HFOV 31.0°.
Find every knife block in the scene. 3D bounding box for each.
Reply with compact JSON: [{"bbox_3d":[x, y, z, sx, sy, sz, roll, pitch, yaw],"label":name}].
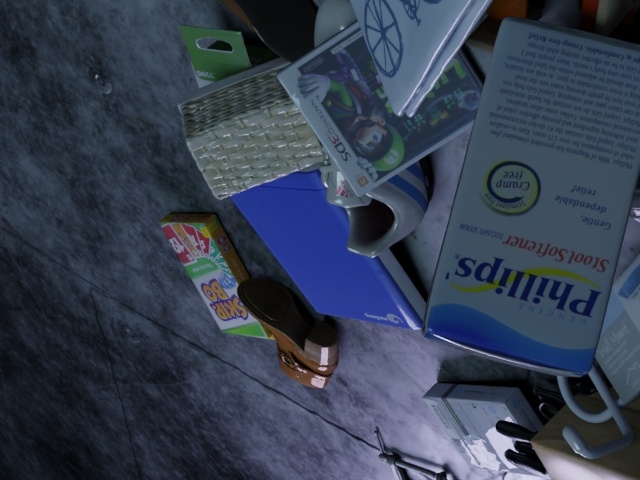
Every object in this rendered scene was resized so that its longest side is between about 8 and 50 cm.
[{"bbox_3d":[0.324,0.272,1.437,0.242,0.276,0.088,-25,110,24],"label":"knife block"}]

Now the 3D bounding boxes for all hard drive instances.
[{"bbox_3d":[0.000,0.000,1.596,0.210,0.040,0.319,7,144,43],"label":"hard drive"}]

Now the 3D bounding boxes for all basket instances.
[{"bbox_3d":[-0.082,-0.140,1.442,0.167,0.103,0.113,-21,126,8],"label":"basket"}]

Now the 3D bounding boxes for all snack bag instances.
[{"bbox_3d":[0.061,-0.327,1.099,0.323,0.037,0.343,120,131,-69],"label":"snack bag"}]

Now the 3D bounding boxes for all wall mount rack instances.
[{"bbox_3d":[0.303,0.062,1.310,0.304,0.130,0.350,62,144,29],"label":"wall mount rack"}]

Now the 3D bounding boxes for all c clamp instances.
[{"bbox_3d":[0.163,0.394,1.920,0.160,0.022,0.137,16,137,36],"label":"c clamp"}]

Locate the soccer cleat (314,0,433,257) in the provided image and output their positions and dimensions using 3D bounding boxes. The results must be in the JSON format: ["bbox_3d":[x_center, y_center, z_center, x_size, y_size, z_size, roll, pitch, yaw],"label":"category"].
[{"bbox_3d":[0.050,-0.126,1.379,0.116,0.143,0.331,12,134,39],"label":"soccer cleat"}]

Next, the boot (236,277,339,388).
[{"bbox_3d":[-0.058,0.157,1.863,0.197,0.073,0.152,36,149,18],"label":"boot"}]

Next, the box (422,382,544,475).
[{"bbox_3d":[0.250,0.274,1.671,0.145,0.038,0.186,55,152,-16],"label":"box"}]

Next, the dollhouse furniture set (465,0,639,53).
[{"bbox_3d":[0.181,-0.288,1.075,0.259,0.135,0.262,26,142,26],"label":"dollhouse furniture set"}]

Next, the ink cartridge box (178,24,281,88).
[{"bbox_3d":[-0.102,-0.204,1.530,0.109,0.062,0.209,15,136,35],"label":"ink cartridge box"}]

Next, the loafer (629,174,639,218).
[{"bbox_3d":[0.436,-0.029,1.104,0.319,0.112,0.111,5,121,43],"label":"loafer"}]

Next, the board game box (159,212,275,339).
[{"bbox_3d":[-0.163,0.068,1.912,0.124,0.039,0.259,2,130,46],"label":"board game box"}]

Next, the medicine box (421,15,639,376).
[{"bbox_3d":[0.199,-0.028,1.096,0.149,0.289,0.263,14,176,6],"label":"medicine box"}]

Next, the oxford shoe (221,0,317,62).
[{"bbox_3d":[-0.072,-0.292,1.419,0.212,0.076,0.076,43,177,-3],"label":"oxford shoe"}]

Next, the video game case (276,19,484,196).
[{"bbox_3d":[0.076,-0.169,1.307,0.190,0.022,0.173,-32,106,10],"label":"video game case"}]
